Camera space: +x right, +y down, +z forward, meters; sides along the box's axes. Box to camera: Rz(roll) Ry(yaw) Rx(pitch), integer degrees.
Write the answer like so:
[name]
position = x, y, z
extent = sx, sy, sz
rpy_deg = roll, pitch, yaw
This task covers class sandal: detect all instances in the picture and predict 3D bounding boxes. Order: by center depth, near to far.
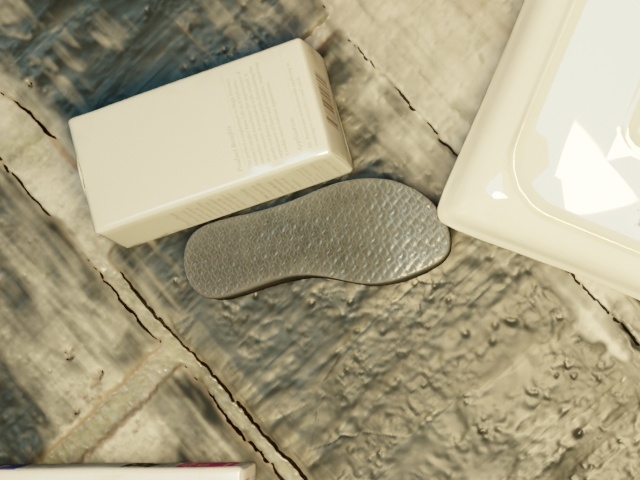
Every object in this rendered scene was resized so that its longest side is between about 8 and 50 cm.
[sandal]
position = -0.001, -0.001, 1.641
extent = 0.255, 0.054, 0.097
rpy_deg = -6, 82, 21

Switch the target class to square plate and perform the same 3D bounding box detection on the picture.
[square plate]
position = 0.320, -0.110, 1.542
extent = 0.347, 0.049, 0.344
rpy_deg = 22, 95, 2

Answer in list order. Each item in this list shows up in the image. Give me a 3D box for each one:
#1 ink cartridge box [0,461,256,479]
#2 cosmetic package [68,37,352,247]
[ink cartridge box]
position = -0.212, 0.300, 1.676
extent = 0.311, 0.065, 0.185
rpy_deg = -2, 90, 10
[cosmetic package]
position = -0.099, -0.086, 1.631
extent = 0.231, 0.085, 0.117
rpy_deg = -17, 75, 13
